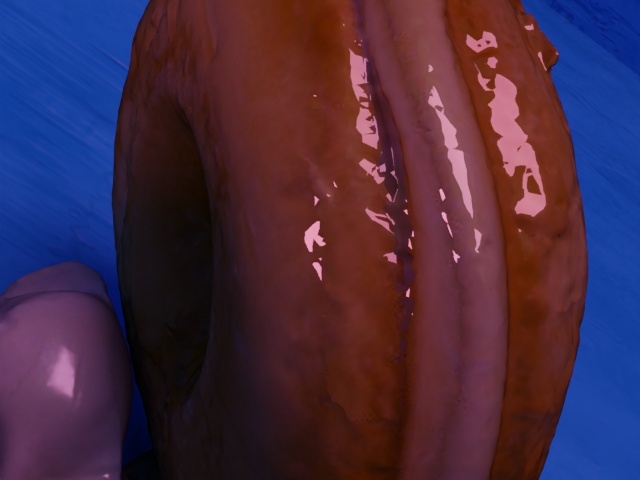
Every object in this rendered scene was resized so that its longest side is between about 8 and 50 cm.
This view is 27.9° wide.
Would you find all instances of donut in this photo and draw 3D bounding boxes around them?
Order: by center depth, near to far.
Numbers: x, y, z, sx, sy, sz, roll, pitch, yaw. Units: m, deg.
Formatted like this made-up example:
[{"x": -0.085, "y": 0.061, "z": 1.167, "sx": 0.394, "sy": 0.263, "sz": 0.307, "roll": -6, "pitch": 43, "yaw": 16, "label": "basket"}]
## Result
[{"x": 0.000, "y": 0.000, "z": 0.765, "sx": 0.198, "sy": 0.449, "sz": 0.449, "roll": -2, "pitch": 47, "yaw": -20, "label": "donut"}]

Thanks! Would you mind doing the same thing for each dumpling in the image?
[{"x": -0.190, "y": 0.097, "z": 0.788, "sx": 0.151, "sy": 0.124, "sz": 0.229, "roll": -5, "pitch": 36, "yaw": -4, "label": "dumpling"}]

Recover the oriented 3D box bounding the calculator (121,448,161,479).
[{"x": -0.074, "y": 0.206, "z": 0.845, "sx": 0.157, "sy": 0.033, "sz": 0.236, "roll": 47, "pitch": 28, "yaw": 11, "label": "calculator"}]
